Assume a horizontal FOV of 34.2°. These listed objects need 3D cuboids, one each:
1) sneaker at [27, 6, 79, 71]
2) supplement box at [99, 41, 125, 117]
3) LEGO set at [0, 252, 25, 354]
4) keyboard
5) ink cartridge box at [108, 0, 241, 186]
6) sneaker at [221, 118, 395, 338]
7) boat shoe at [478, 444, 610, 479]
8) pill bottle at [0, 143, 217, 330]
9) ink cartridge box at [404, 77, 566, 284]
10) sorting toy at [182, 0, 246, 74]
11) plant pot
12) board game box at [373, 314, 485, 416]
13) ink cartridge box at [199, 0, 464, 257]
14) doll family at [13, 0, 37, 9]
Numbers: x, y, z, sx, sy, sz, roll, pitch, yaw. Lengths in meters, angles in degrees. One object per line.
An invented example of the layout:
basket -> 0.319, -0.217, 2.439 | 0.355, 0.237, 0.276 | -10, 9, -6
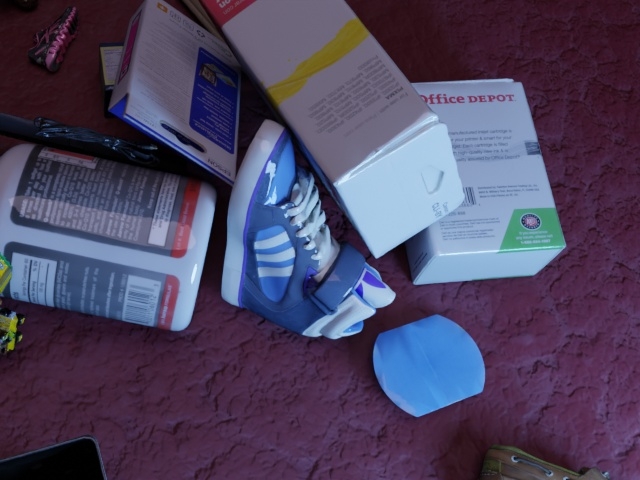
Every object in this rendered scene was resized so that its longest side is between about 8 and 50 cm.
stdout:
sneaker -> -0.414, -0.318, 1.606 | 0.057, 0.047, 0.119 | 16, 62, 8
supplement box -> -0.302, -0.243, 1.570 | 0.056, 0.083, 0.083 | -5, 68, -15
LEGO set -> -0.550, 0.103, 1.263 | 0.331, 0.255, 0.192 | 26, 41, -8
keyboard -> -0.335, -0.133, 1.420 | 0.317, 0.201, 0.033 | 12, 86, -24
ink cartridge box -> -0.198, -0.206, 1.464 | 0.176, 0.069, 0.371 | 33, 27, -24
sneaker -> 0.000, 0.001, 1.397 | 0.236, 0.322, 0.130 | 18, 42, 6
boat shoe -> 0.369, 0.359, 1.429 | 0.307, 0.110, 0.104 | 17, 65, -5
pill bottle -> -0.334, -0.013, 1.388 | 0.363, 0.210, 0.210 | 13, 64, -7
ink cartridge box -> 0.228, -0.092, 1.597 | 0.211, 0.121, 0.289 | -3, 67, -13
sorting toy -> -0.058, -0.355, 1.698 | 0.229, 0.041, 0.307 | -35, 77, -24
plant pot -> -0.340, 0.362, 1.241 | 0.187, 0.167, 0.188 | -13, 70, -18
board game box -> 0.152, 0.184, 1.507 | 0.169, 0.033, 0.133 | -17, 65, -24
ink cartridge box -> 0.015, -0.200, 1.436 | 0.160, 0.279, 0.384 | -35, 65, 0
doll family -> -0.530, -0.449, 1.594 | 0.263, 0.118, 0.163 | 14, 64, -6
